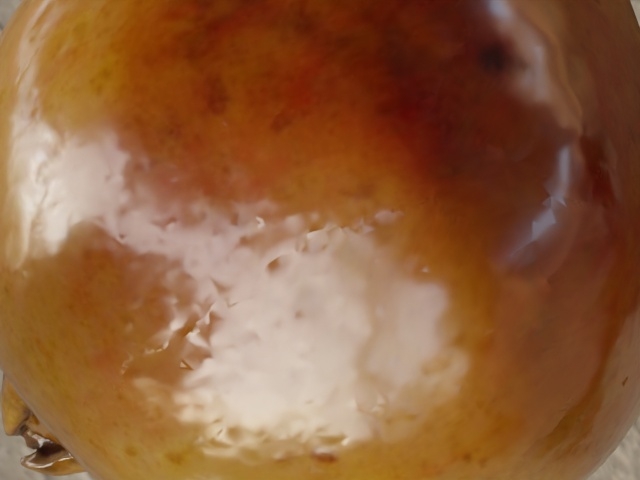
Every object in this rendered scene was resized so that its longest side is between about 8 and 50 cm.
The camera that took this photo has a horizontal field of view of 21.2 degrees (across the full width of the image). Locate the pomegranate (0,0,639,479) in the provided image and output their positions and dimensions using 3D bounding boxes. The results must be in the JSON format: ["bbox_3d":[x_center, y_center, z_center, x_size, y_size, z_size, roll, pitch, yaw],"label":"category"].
[{"bbox_3d":[0.004,-0.005,0.462,0.209,0.209,0.209,-11,55,16],"label":"pomegranate"}]
